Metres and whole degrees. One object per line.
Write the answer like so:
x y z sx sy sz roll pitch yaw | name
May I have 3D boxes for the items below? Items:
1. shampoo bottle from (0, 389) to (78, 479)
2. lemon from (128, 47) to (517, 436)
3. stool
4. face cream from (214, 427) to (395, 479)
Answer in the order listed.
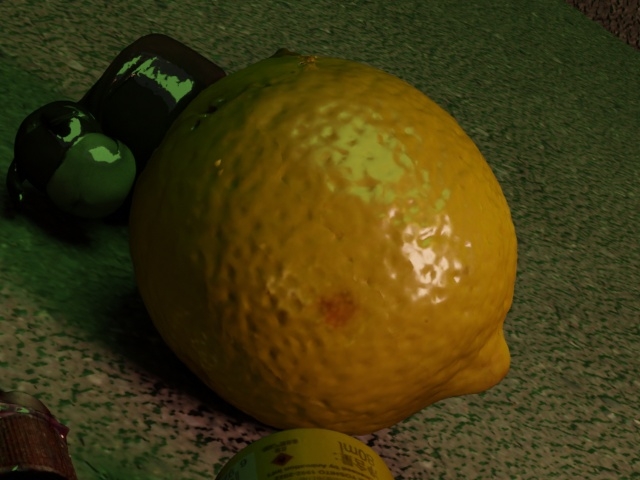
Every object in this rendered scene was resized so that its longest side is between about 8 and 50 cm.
-0.107 0.185 0.681 0.129 0.084 0.323 -11 37 -14 | shampoo bottle
0.006 0.005 1.043 0.253 0.228 0.228 41 25 21 | lemon
-0.124 -0.065 1.172 0.121 0.125 0.217 37 32 12 | stool
0.009 0.221 0.735 0.105 0.105 0.348 22 23 -17 | face cream
